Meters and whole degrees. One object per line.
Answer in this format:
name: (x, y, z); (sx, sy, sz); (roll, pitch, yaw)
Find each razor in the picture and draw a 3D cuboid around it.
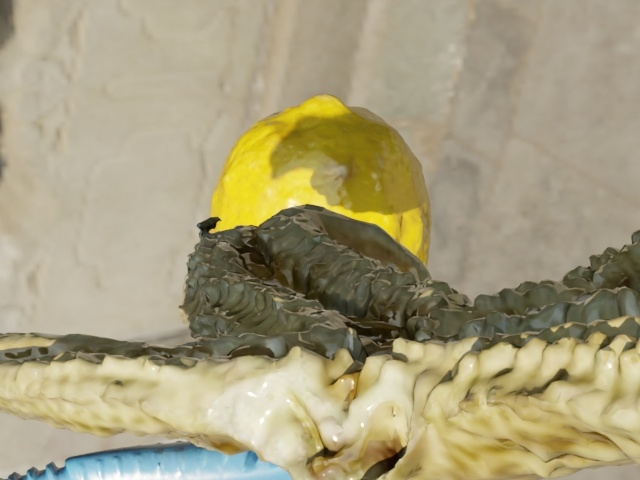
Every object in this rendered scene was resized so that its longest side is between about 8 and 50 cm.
razor: (-0.088, 0.114, 0.817); (0.082, 0.253, 0.042); (-119, 17, -79)

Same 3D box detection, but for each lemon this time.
lemon: (0.000, 0.000, 0.923); (0.114, 0.114, 0.155); (23, 120, 45)

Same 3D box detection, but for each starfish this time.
starfish: (0.096, 0.021, 0.568); (0.432, 0.324, 0.082); (-9, 98, 34)
